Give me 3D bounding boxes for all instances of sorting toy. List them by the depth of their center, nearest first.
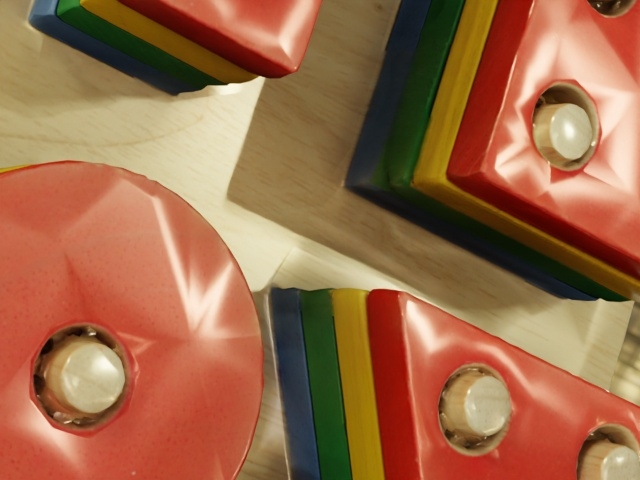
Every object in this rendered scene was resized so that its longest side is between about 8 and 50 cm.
[{"bbox_3d":[0.000,0.000,0.387,0.257,0.255,0.089,26,-15,-30],"label":"sorting toy"}]
